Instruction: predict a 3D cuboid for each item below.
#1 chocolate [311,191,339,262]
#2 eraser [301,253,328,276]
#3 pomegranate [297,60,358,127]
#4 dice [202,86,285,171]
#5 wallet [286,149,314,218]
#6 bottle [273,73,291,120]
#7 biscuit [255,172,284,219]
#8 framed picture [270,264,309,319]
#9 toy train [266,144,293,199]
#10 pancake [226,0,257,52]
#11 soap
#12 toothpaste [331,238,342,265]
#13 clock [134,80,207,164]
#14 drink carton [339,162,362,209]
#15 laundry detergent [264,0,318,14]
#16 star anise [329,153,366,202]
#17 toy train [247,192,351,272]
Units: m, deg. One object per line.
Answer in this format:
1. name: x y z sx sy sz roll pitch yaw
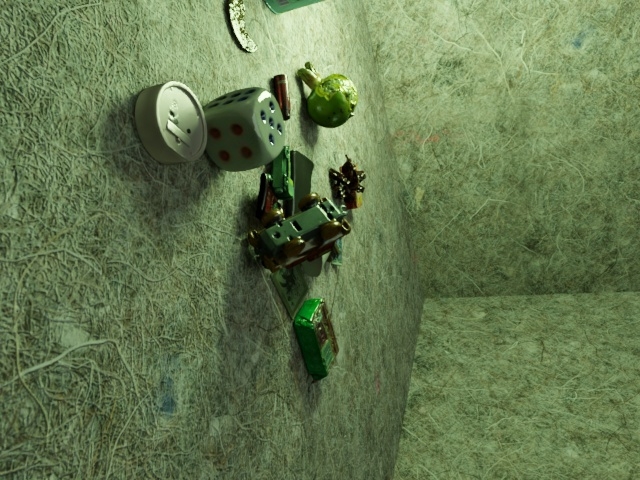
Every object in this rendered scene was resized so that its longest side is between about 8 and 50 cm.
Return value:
1. chocolate: 0.016 -0.055 2.099 0.102 0.065 0.330 -63 140 -52
2. eraser: 0.000 0.000 1.921 0.270 0.094 0.174 -64 152 -56
3. pomegranate: 0.019 -0.627 2.078 0.301 0.236 0.236 41 38 -13
4. dice: -0.224 -0.321 1.401 0.194 0.193 0.192 -66 143 -48
5. wallet: -0.082 -0.150 1.897 0.197 0.051 0.378 23 67 -66
6. bottle: -0.143 -0.536 1.824 0.060 0.060 0.165 -11 96 -68
7. biscuit: -0.174 -0.107 1.645 0.235 0.063 0.152 58 35 -61
8. framed picture: -0.110 0.156 1.795 0.173 0.010 0.232 -62 141 -42
9. toy train: -0.143 -0.254 1.745 0.132 0.083 0.201 55 36 -69
10. pancake: -0.261 -0.734 1.624 0.184 0.020 0.191 14 73 -66
11. soap: -0.011 0.385 1.895 0.218 0.097 0.274 -58 137 -56
12. toothpaste: 0.076 -0.018 2.268 0.069 0.047 0.269 35 56 -78
13. clock: -0.368 -0.291 1.208 0.196 0.068 0.197 -5 90 -67
14. drink carton: 0.158 -0.278 2.480 0.096 0.070 0.223 -36 119 -66
15. laundry detergent: -0.059 -1.030 1.803 0.287 0.304 0.288 -5 90 -68
16. star anise: 0.134 -0.277 2.334 0.220 0.190 0.126 37 9 -42
17. toy train: -0.059 -0.016 1.620 0.368 0.163 0.232 -27 155 -27
